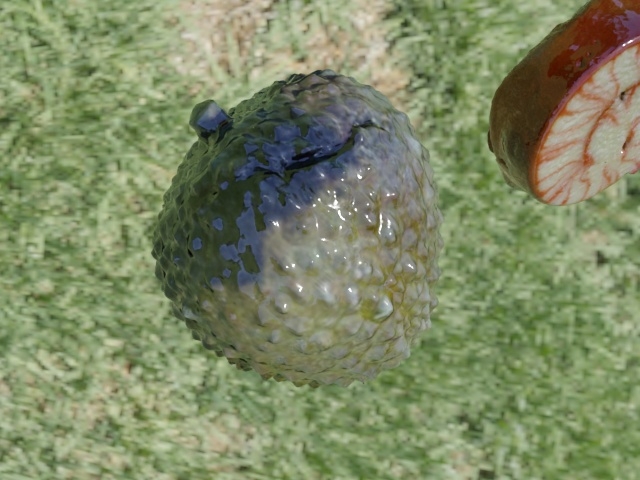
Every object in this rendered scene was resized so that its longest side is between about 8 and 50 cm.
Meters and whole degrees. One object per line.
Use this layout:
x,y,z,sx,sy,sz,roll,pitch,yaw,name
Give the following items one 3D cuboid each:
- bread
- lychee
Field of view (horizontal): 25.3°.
0.372,-0.193,1.874,0.328,0.114,0.295,-36,149,-2,bread
-0.013,-0.007,1.158,0.274,0.255,0.255,50,58,-13,lychee
